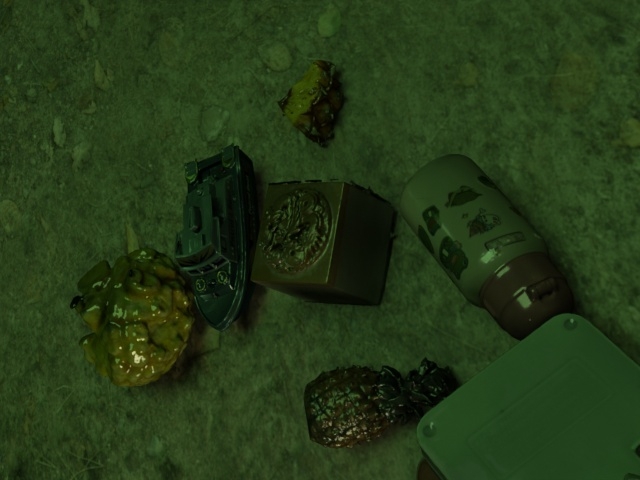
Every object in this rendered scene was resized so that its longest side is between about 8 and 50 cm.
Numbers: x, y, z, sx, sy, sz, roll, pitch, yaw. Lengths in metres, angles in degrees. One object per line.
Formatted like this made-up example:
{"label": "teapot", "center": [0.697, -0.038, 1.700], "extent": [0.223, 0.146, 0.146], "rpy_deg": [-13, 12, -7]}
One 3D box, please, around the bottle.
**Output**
{"label": "bottle", "center": [0.203, 0.014, 1.061], "extent": [0.120, 0.120, 0.253], "rpy_deg": [-45, 51, 16]}

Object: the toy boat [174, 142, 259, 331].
{"label": "toy boat", "center": [-0.157, -0.002, 1.353], "extent": [0.114, 0.122, 0.296], "rpy_deg": [-20, 60, 31]}

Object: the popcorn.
{"label": "popcorn", "center": [-0.295, 0.121, 1.381], "extent": [0.189, 0.169, 0.218], "rpy_deg": [-3, 66, 38]}

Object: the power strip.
{"label": "power strip", "center": [0.251, 0.217, 0.881], "extent": [0.229, 0.141, 0.261], "rpy_deg": [-35, 50, -7]}

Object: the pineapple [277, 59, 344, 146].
{"label": "pineapple", "center": [-0.015, -0.215, 1.375], "extent": [0.116, 0.069, 0.137], "rpy_deg": [-5, 60, 43]}

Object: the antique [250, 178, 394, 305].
{"label": "antique", "center": [0.000, 0.000, 1.211], "extent": [0.147, 0.148, 0.151], "rpy_deg": [-1, 74, 41]}

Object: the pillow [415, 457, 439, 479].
{"label": "pillow", "center": [0.178, 0.318, 0.981], "extent": [0.179, 0.075, 0.171], "rpy_deg": [-13, 62, 35]}

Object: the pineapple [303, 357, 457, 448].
{"label": "pineapple", "center": [0.076, 0.196, 1.110], "extent": [0.198, 0.108, 0.108], "rpy_deg": [-19, 60, 18]}
